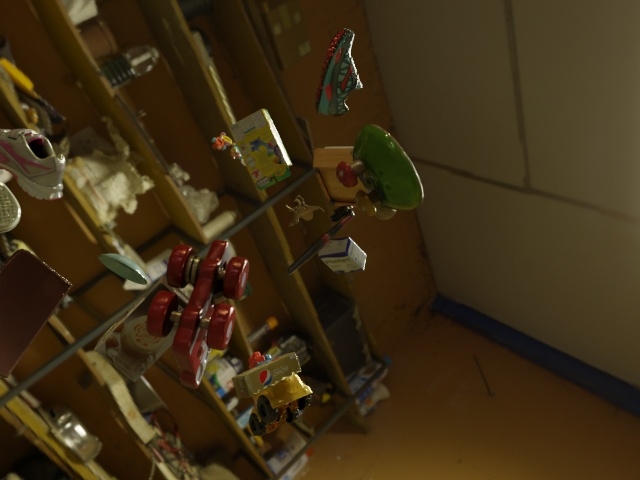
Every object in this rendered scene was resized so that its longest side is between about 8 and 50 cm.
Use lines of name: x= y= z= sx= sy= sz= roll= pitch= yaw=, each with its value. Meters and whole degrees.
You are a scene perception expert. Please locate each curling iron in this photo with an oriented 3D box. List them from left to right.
curling iron: x=0.000 y=0.000 z=1.554 sx=0.068 sy=0.274 sz=0.035 roll=17 pitch=-29 yaw=54

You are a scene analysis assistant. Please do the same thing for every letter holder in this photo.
letter holder: x=-0.875 y=0.179 z=1.478 sx=0.152 sy=0.302 sz=0.214 roll=10 pitch=-30 yaw=29

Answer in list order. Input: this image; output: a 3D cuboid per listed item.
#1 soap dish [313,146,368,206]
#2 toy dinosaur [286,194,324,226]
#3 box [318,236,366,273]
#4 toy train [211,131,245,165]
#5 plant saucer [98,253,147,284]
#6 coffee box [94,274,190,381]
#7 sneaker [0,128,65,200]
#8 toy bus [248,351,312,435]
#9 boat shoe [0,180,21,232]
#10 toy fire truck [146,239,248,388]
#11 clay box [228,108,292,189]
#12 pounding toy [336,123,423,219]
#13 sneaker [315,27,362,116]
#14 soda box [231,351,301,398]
soap dish: x=0.125 y=-0.222 z=1.961 sx=0.291 sy=0.118 sz=0.229 roll=6 pitch=-43 yaw=34
toy dinosaur: x=-0.055 y=-0.107 z=1.846 sx=0.183 sy=0.053 sz=0.092 roll=-26 pitch=-72 yaw=46
box: x=0.081 y=0.058 z=2.023 sx=0.126 sy=0.072 sz=0.137 roll=-10 pitch=-38 yaw=34
toy train: x=-0.359 y=-0.348 z=2.103 sx=0.166 sy=0.046 sz=0.125 roll=38 pitch=28 yaw=-34
plant saucer: x=-0.701 y=0.094 z=1.960 sx=0.195 sy=0.037 sz=0.195 roll=21 pitch=-25 yaw=10
coffee box: x=-0.462 y=0.234 z=1.470 sx=0.141 sy=0.246 sz=0.098 roll=44 pitch=-3 yaw=-15
sneaker: x=-0.648 y=-0.198 z=1.173 sx=0.252 sy=0.111 sz=0.103 roll=33 pitch=18 yaw=-3
toy bus: x=-0.154 y=0.442 z=1.610 sx=0.211 sy=0.149 sz=0.220 roll=55 pitch=-43 yaw=26
boat shoe: x=-1.159 y=-0.146 z=1.711 sx=0.500 sy=0.187 sz=0.156 roll=23 pitch=-39 yaw=5
toy fire truck: x=-0.272 y=0.163 z=1.271 sx=0.169 sy=0.302 sz=0.254 roll=12 pitch=-36 yaw=1
clay box: x=-0.181 y=-0.281 z=1.701 sx=0.127 sy=0.053 sz=0.222 roll=-23 pitch=-85 yaw=19
pounding toy: x=0.090 y=-0.110 z=1.051 sx=0.183 sy=0.110 sz=0.237 roll=57 pitch=-9 yaw=1
sneaker: x=0.068 y=-0.500 z=1.634 sx=0.104 sy=0.125 sz=0.262 roll=-99 pitch=-158 yaw=-52
soda box: x=-0.141 y=0.355 z=1.444 sx=0.061 sy=0.181 sz=0.058 roll=-24 pitch=-96 yaw=47
